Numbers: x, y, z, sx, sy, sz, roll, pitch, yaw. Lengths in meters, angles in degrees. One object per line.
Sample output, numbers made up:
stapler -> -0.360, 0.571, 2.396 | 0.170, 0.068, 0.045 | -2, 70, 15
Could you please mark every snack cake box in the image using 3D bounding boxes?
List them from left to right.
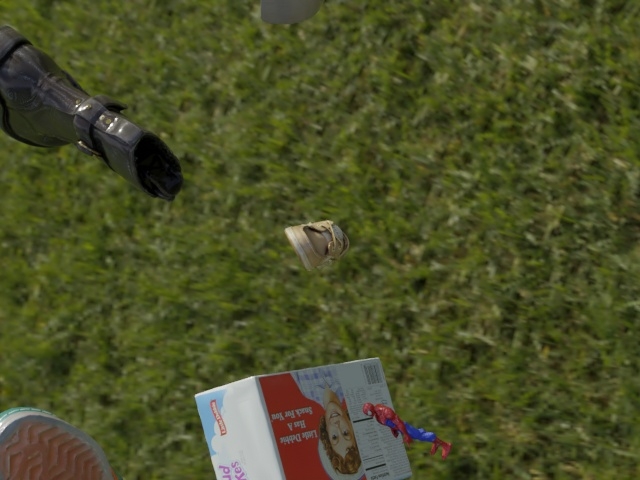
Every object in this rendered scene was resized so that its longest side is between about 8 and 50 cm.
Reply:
snack cake box -> -0.012, 0.225, 1.433 | 0.089, 0.264, 0.152 | -21, 78, 31

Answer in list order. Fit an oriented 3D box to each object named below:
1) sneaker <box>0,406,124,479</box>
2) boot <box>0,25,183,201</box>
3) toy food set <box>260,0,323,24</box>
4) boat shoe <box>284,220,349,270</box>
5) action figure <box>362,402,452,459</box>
sneaker -> -0.258, 0.251, 1.262 | 0.121, 0.302, 0.108 | 23, 66, 39
boot -> -0.243, -0.109, 1.345 | 0.229, 0.263, 0.091 | 34, 82, 13
toy food set -> -0.003, -0.401, 1.310 | 0.092, 0.219, 0.306 | 16, 57, 3
boat shoe -> 0.000, 0.000, 1.572 | 0.059, 0.170, 0.063 | -29, 85, 8
action figure -> 0.091, 0.206, 1.377 | 0.030, 0.115, 0.038 | -57, 24, -6
